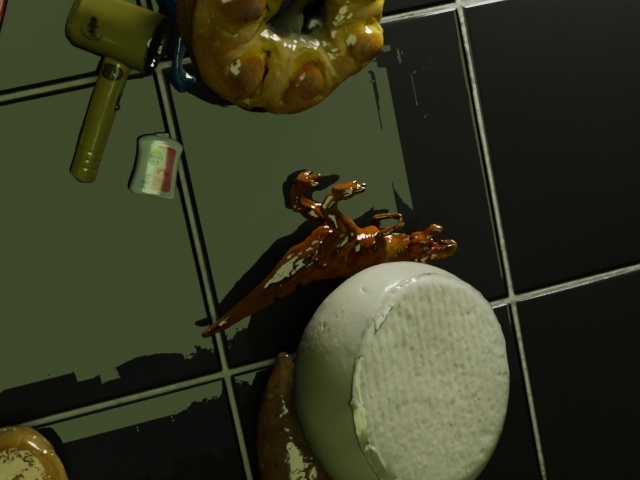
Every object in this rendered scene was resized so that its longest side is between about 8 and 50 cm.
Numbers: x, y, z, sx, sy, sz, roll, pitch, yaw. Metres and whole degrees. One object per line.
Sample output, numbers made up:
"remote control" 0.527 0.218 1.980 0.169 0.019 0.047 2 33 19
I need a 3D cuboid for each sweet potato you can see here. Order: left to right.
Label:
"sweet potato" -0.040 0.346 1.928 0.131 0.131 0.337 -2 99 -13

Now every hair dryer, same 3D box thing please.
"hair dryer" -0.330 -0.224 1.804 0.135 0.090 0.279 21 104 5

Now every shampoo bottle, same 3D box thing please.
"shampoo bottle" -0.251 -0.117 1.858 0.072 0.043 0.099 10 95 -14

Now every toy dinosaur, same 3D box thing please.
"toy dinosaur" -0.240 -0.369 1.817 0.247 0.075 0.188 38 92 -21
"toy dinosaur" 0.000 0.000 1.910 0.432 0.097 0.208 -13 109 -7

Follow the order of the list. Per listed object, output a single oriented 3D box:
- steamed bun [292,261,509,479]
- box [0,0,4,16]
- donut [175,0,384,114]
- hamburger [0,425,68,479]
"steamed bun" 0.110 0.218 1.869 0.374 0.241 0.374 0 90 -38
"box" -0.542 -0.369 1.729 0.182 0.099 0.133 16 92 -15
"donut" -0.053 -0.341 1.782 0.317 0.150 0.299 2 116 -33
"hamburger" -0.479 0.391 1.843 0.213 0.108 0.214 0 93 -11
